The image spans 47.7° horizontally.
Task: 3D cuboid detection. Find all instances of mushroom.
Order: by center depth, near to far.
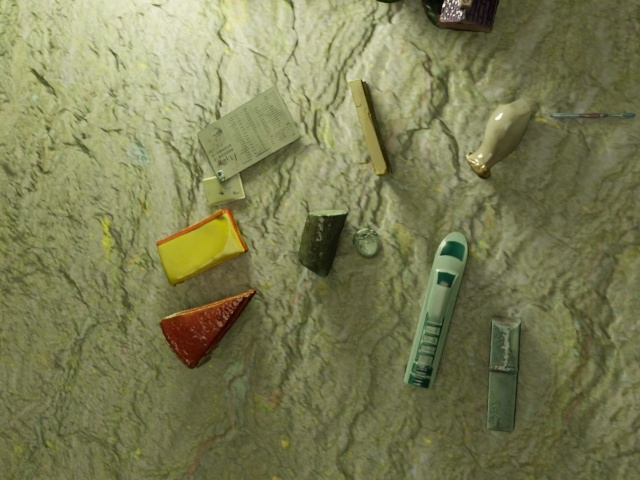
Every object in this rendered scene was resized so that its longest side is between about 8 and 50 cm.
[{"bbox_3d":[0.433,-0.250,1.760,0.097,0.088,0.212,40,112,17],"label":"mushroom"}]

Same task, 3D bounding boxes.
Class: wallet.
[{"bbox_3d":[-0.332,0.018,2.019,0.241,0.067,0.141,-24,86,12],"label":"wallet"}]

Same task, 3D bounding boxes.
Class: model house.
[{"bbox_3d":[0.323,-0.616,1.664,0.202,0.237,0.236,17,101,11],"label":"model house"}]

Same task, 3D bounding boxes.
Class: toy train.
[{"bbox_3d":[0.298,0.177,1.852,0.087,0.088,0.406,15,100,13],"label":"toy train"}]

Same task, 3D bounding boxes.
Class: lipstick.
[{"bbox_3d":[0.464,0.340,1.832,0.076,0.077,0.289,2,98,15],"label":"lipstick"}]

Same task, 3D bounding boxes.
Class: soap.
[{"bbox_3d":[0.128,-0.284,1.835,0.037,0.092,0.251,-15,93,15],"label":"soap"}]

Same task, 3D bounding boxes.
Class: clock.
[{"bbox_3d":[0.124,0.009,1.917,0.074,0.010,0.083,-24,91,16],"label":"clock"}]

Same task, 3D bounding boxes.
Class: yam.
[{"bbox_3d":[0.000,0.000,1.904,0.107,0.107,0.183,17,104,13],"label":"yam"}]

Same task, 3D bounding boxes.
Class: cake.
[{"bbox_3d":[-0.311,0.196,1.985,0.160,0.158,0.262,38,103,6],"label":"cake"}]

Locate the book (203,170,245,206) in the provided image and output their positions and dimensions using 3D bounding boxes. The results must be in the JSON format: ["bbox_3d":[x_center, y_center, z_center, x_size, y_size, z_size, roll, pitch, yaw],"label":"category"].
[{"bbox_3d":[-0.266,-0.143,2.000,0.111,0.014,0.077,-12,94,16],"label":"book"}]

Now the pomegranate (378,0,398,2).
[{"bbox_3d":[0.154,-0.651,1.742,0.149,0.169,0.148,-6,75,26],"label":"pomegranate"}]

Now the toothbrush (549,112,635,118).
[{"bbox_3d":[0.649,-0.299,1.731,0.193,0.019,0.013,3,98,17],"label":"toothbrush"}]

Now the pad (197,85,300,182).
[{"bbox_3d":[-0.199,-0.286,1.959,0.265,0.009,0.159,-28,84,15],"label":"pad"}]
